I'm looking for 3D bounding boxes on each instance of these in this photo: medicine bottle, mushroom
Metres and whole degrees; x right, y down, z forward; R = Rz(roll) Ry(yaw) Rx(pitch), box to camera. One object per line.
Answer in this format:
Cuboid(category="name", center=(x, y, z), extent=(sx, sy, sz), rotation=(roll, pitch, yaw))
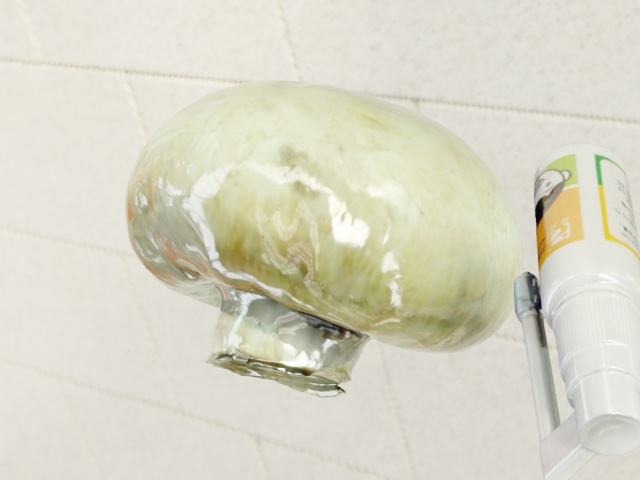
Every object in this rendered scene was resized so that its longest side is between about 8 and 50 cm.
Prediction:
Cuboid(category="medicine bottle", center=(0.152, 0.040, 0.804), extent=(0.061, 0.221, 0.092), rotation=(27, 128, -17))
Cuboid(category="mushroom", center=(0.000, 0.000, 1.173), extent=(0.352, 0.260, 0.352), rotation=(14, 172, 2))
